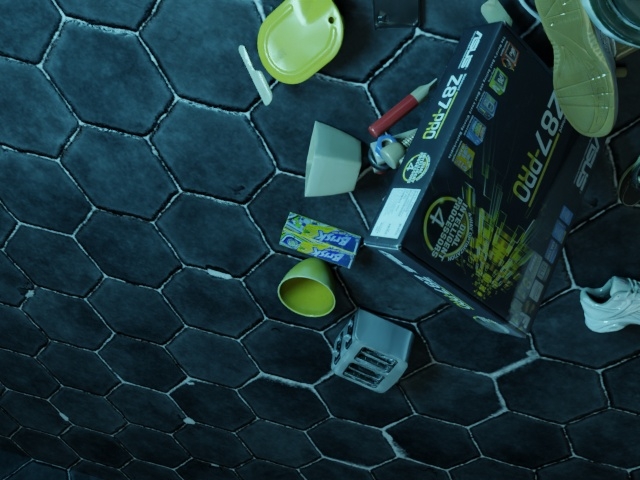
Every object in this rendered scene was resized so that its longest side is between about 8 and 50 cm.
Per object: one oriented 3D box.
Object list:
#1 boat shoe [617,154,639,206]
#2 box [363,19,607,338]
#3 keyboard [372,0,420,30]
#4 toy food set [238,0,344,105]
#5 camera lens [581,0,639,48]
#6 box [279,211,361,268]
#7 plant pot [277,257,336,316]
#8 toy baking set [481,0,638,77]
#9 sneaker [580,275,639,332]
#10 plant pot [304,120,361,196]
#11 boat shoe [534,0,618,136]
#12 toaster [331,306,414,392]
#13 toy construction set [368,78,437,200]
[{"bbox_3d":[0.578,-0.113,1.296,0.056,0.049,0.152,14,136,4],"label":"boat shoe"},{"bbox_3d":[0.276,-0.089,1.150,0.318,0.395,0.097,35,165,-32],"label":"box"},{"bbox_3d":[0.106,-0.427,1.171,0.108,0.023,0.180,0,132,10],"label":"keyboard"},{"bbox_3d":[-0.037,-0.348,1.271,0.217,0.071,0.128,-29,95,35],"label":"toy food set"},{"bbox_3d":[0.434,-0.388,0.912,0.219,0.274,0.219,8,133,9],"label":"camera lens"},{"bbox_3d":[0.000,0.000,1.593,0.168,0.059,0.054,19,138,1],"label":"box"},{"bbox_3d":[-0.022,0.096,1.668,0.134,0.095,0.134,9,135,9],"label":"plant pot"},{"bbox_3d":[0.391,-0.338,1.159,0.256,0.030,0.197,-5,125,14],"label":"toy baking set"},{"bbox_3d":[0.641,0.118,1.476,0.232,0.090,0.115,-18,122,30],"label":"sneaker"},{"bbox_3d":[0.026,-0.152,1.411,0.096,0.109,0.109,7,136,-6],"label":"plant pot"},{"bbox_3d":[0.409,-0.295,1.105,0.098,0.096,0.277,7,129,45],"label":"boat shoe"},{"bbox_3d":[0.132,0.273,1.778,0.185,0.110,0.168,25,136,-6],"label":"toaster"},{"bbox_3d":[0.230,-0.162,1.279,0.237,0.257,0.309,-40,141,-5],"label":"toy construction set"}]
